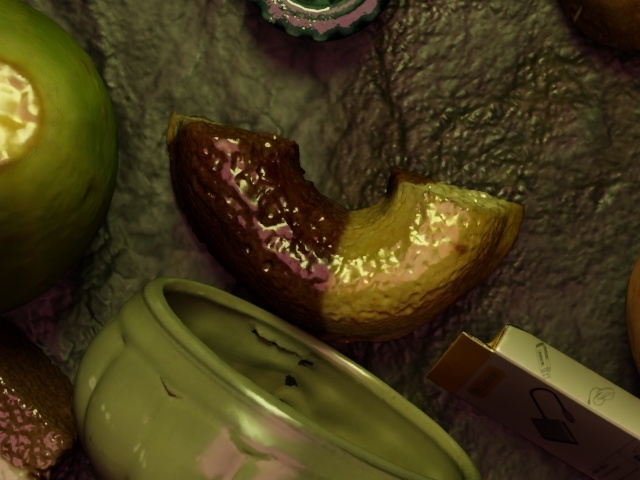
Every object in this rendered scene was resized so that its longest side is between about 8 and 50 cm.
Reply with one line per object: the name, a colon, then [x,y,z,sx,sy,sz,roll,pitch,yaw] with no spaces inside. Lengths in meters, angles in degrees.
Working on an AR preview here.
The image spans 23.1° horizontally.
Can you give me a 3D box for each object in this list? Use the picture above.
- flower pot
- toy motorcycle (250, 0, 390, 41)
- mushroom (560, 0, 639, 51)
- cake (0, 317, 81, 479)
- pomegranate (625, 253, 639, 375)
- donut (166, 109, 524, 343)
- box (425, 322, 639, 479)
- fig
flower pot: [-0.063,0.195,1.119,0.307,0.307,0.244,33,98,2]
toy motorcycle: [-0.075,-0.346,1.196,0.410,0.169,0.237,41,98,-3]
mushroom: [0.253,-0.216,1.192,0.171,0.080,0.135,-20,94,31]
cake: [-0.266,0.156,1.216,0.147,0.135,0.134,-44,88,7]
pomegranate: [0.321,0.059,1.166,0.191,0.191,0.191,0,90,3]
donut: [0.000,0.000,1.213,0.295,0.112,0.151,16,88,4]
box: [0.206,0.140,1.194,0.247,0.129,0.033,31,68,2]
fig: [-0.267,-0.064,1.123,0.258,0.326,0.258,-1,92,-22]
